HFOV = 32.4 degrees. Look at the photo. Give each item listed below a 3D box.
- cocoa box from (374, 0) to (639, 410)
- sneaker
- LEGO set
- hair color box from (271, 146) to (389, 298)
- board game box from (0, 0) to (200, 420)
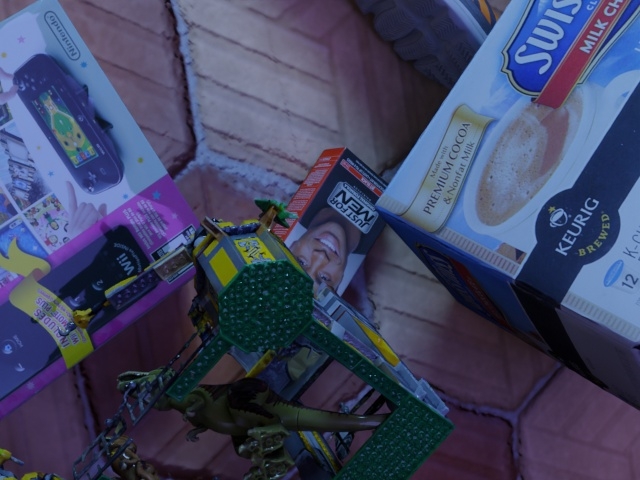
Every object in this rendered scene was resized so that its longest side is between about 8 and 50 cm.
[{"bbox_3d":[0.251,-0.077,0.859,0.347,0.228,0.231,-56,149,-6],"label":"cocoa box"},{"bbox_3d":[0.092,-0.276,0.906,0.321,0.124,0.180,48,72,-18],"label":"sneaker"},{"bbox_3d":[-0.085,0.122,0.770,0.255,0.192,0.331,29,100,-30],"label":"LEGO set"},{"bbox_3d":[0.000,0.000,0.906,0.072,0.043,0.141,38,75,-22],"label":"hair color box"},{"bbox_3d":[-0.254,0.009,0.753,0.303,0.097,0.224,-37,105,-20],"label":"board game box"}]
